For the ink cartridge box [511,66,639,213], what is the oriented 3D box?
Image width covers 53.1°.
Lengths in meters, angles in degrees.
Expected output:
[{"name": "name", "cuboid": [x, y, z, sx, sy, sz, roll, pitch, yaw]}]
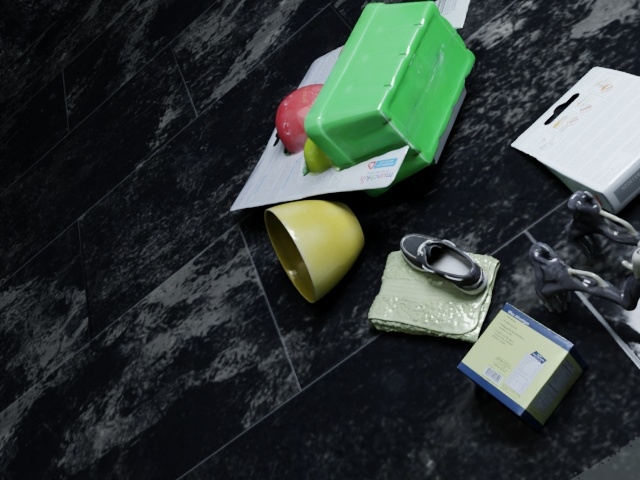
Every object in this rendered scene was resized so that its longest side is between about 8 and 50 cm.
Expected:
[{"name": "ink cartridge box", "cuboid": [0.323, -0.120, 0.729, 0.145, 0.045, 0.179, -44, 26, 6]}]

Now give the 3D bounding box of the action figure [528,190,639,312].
[{"name": "action figure", "cuboid": [0.328, 0.026, 0.546, 0.275, 0.141, 0.164, 11, 65, 58]}]

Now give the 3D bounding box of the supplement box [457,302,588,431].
[{"name": "supplement box", "cuboid": [0.199, 0.124, 0.632, 0.083, 0.056, 0.083, -51, 44, -3]}]

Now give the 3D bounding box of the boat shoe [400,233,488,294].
[{"name": "boat shoe", "cuboid": [0.133, 0.019, 0.729, 0.046, 0.038, 0.125, -48, 45, -3]}]

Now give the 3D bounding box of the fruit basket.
[{"name": "fruit basket", "cuboid": [0.040, -0.181, 0.922, 0.353, 0.165, 0.327, -12, 47, 55]}]

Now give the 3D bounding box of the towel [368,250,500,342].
[{"name": "towel", "cuboid": [0.130, 0.060, 0.750, 0.148, 0.027, 0.110, 3, 62, 39]}]

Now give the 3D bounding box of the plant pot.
[{"name": "plant pot", "cuboid": [0.000, 0.000, 0.833, 0.095, 0.134, 0.134, -28, 42, -15]}]
